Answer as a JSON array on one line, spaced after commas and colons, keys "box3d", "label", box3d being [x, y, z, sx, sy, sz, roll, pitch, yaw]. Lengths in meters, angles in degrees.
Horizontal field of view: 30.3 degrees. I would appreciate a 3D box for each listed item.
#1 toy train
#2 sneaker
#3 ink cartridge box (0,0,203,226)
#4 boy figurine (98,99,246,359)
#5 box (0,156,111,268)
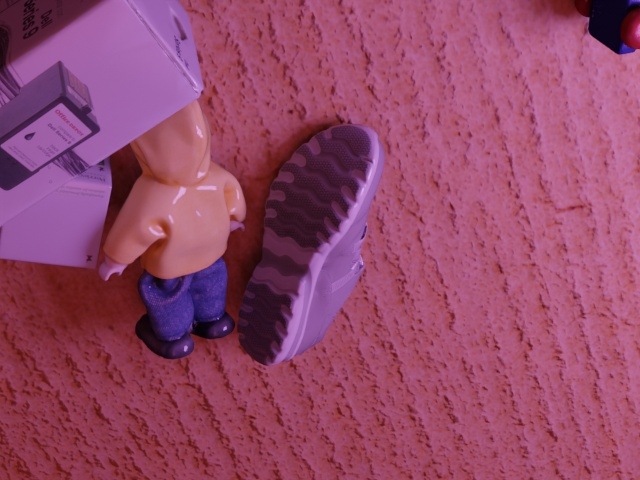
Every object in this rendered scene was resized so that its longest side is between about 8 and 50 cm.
[{"box3d": [0.340, -0.310, 1.131, 0.143, 0.105, 0.248, -11, 125, -18], "label": "toy train"}, {"box3d": [0.000, 0.000, 1.273, 0.115, 0.105, 0.281, -5, 127, -51], "label": "sneaker"}, {"box3d": [-0.260, -0.135, 1.036, 0.289, 0.211, 0.121, -32, 122, 7], "label": "ink cartridge box"}, {"box3d": [-0.152, -0.016, 1.198, 0.177, 0.092, 0.285, -27, 130, -33], "label": "boy figurine"}, {"box3d": [-0.265, -0.038, 1.171, 0.101, 0.087, 0.102, 7, 121, -17], "label": "box"}]
